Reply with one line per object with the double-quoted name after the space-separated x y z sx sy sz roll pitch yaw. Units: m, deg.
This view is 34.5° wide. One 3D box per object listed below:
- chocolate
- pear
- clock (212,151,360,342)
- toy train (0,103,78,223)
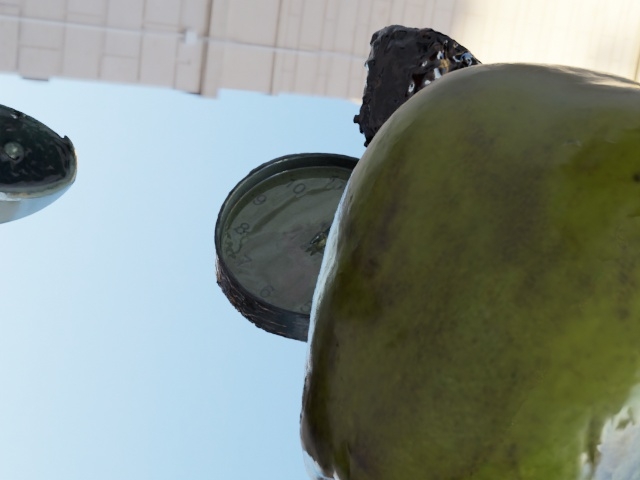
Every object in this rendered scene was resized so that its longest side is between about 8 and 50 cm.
0.097 -0.153 1.169 0.156 0.156 0.133 6 -117 57 "chocolate"
0.121 0.057 0.617 0.287 0.375 0.287 40 -17 15 "pear"
0.000 0.000 1.305 0.055 0.280 0.280 89 -21 -52 "clock"
-0.360 -0.068 0.639 0.088 0.407 0.086 -46 -139 46 "toy train"
